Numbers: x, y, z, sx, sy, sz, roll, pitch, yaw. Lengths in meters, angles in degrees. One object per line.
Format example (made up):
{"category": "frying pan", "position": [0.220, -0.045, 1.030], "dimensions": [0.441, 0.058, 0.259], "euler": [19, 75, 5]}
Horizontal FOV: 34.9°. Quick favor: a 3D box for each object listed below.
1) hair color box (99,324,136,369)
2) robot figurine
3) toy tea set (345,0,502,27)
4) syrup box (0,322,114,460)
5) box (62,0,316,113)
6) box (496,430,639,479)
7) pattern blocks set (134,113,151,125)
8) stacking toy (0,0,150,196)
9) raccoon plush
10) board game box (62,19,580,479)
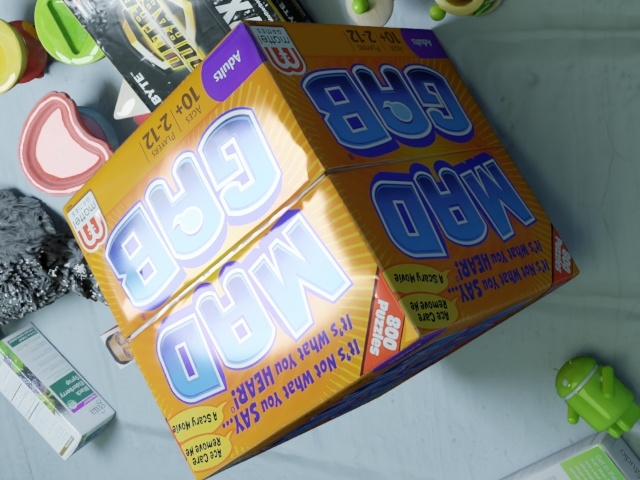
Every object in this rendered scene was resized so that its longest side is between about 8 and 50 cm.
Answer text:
{"category": "hair color box", "position": [-0.301, 0.161, 1.714], "dimensions": [0.141, 0.043, 0.072], "euler": [-28, 96, 40]}
{"category": "robot figurine", "position": [0.346, 0.194, 1.284], "dimensions": [0.115, 0.067, 0.101], "euler": [43, 148, 8]}
{"category": "toy tea set", "position": [0.141, -0.351, 1.123], "dimensions": [0.200, 0.124, 0.336], "euler": [42, 128, 10]}
{"category": "syrup box", "position": [-0.499, 0.276, 1.868], "dimensions": [0.237, 0.093, 0.096], "euler": [44, 128, 8]}
{"category": "box", "position": [-0.179, -0.304, 1.327], "dimensions": [0.257, 0.079, 0.322], "euler": [-26, 111, 31]}
{"category": "box", "position": [0.342, 0.414, 1.402], "dimensions": [0.232, 0.058, 0.322], "euler": [52, 131, 1]}
{"category": "pattern blocks set", "position": [-0.173, -0.081, 1.525], "dimensions": [0.325, 0.026, 0.285], "euler": [23, 123, 22]}
{"category": "stacking toy", "position": [-0.368, -0.241, 1.544], "dimensions": [0.279, 0.130, 0.309], "euler": [-30, 92, 17]}
{"category": "raccoon plush", "position": [-0.506, 0.121, 1.741], "dimensions": [0.446, 0.216, 0.299], "euler": [27, 132, 20]}
{"category": "board game box", "position": [0.000, 0.000, 1.177], "dimensions": [0.356, 0.356, 0.356], "euler": [-38, 74, 36]}
